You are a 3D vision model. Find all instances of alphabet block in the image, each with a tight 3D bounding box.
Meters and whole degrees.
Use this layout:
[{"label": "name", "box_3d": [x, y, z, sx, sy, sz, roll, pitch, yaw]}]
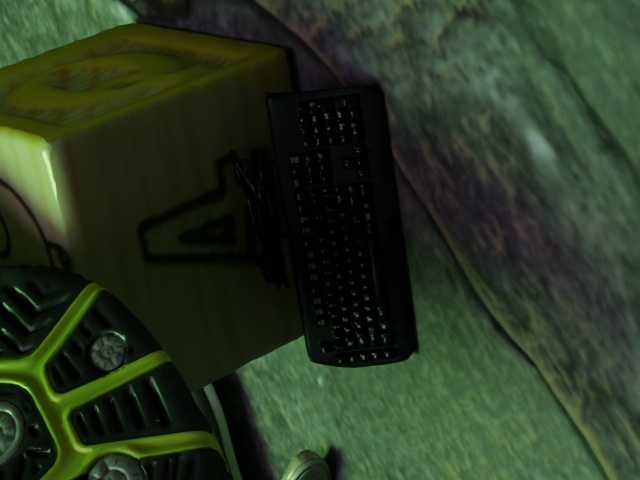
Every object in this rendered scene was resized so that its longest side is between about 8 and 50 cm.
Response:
[{"label": "alphabet block", "box_3d": [-0.131, -0.019, 1.152, 0.192, 0.193, 0.197, 14, 122, 47]}]

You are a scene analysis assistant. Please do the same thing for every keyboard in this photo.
[{"label": "keyboard", "box_3d": [0.000, 0.000, 1.082, 0.100, 0.038, 0.192, -5, 113, 11]}]

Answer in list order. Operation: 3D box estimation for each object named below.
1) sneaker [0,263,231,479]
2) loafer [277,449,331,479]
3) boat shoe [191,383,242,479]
[{"label": "sneaker", "box_3d": [-0.183, 0.088, 1.036, 0.384, 0.145, 0.147, 33, 166, 33]}, {"label": "loafer", "box_3d": [-0.022, 0.194, 1.281, 0.039, 0.045, 0.125, 51, 149, 36]}, {"label": "boat shoe", "box_3d": [-0.119, 0.177, 1.338, 0.335, 0.095, 0.112, 67, 158, -4]}]
